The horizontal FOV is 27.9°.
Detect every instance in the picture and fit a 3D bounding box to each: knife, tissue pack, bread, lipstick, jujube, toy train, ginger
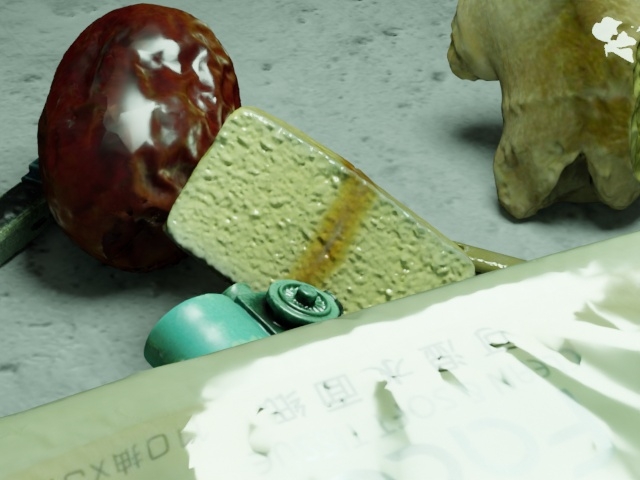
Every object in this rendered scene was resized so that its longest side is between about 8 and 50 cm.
[{"bbox_3d":[0.244,0.040,1.127,0.297,0.017,0.047,16,32,21],"label":"knife"},{"bbox_3d":[0.053,0.195,0.633,0.404,0.332,0.205,-16,42,-23],"label":"tissue pack"},{"bbox_3d":[0.000,0.000,1.083,0.240,0.135,0.178,35,5,-4],"label":"bread"},{"bbox_3d":[-0.282,-0.017,1.174,0.051,0.051,0.312,20,41,22],"label":"lipstick"},{"bbox_3d":[-0.162,-0.091,1.155,0.183,0.183,0.243,-1,55,-2],"label":"jujube"},{"bbox_3d":[-0.011,0.118,0.900,0.248,0.101,0.159,39,30,29],"label":"toy train"},{"bbox_3d":[0.221,-0.154,1.229,0.221,0.276,0.130,13,0,20],"label":"ginger"}]
